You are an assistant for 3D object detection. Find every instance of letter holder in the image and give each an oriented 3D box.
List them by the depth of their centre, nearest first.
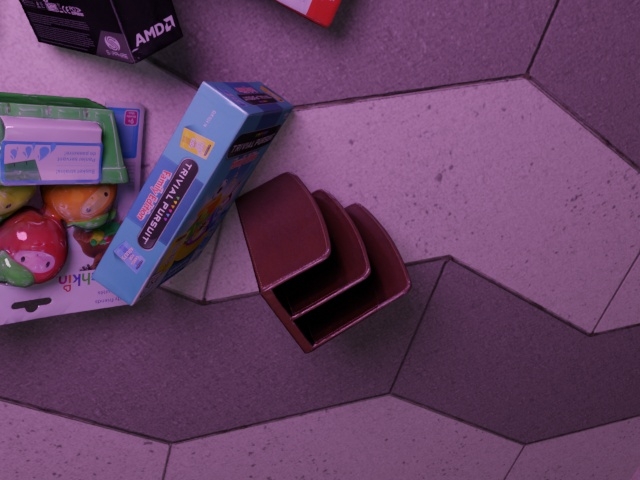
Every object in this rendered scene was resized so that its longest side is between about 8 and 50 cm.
[{"bbox_3d":[0.000,0.000,1.018,0.214,0.302,0.152,-30,124,3],"label":"letter holder"}]

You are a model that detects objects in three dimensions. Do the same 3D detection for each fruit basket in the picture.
[{"bbox_3d":[-0.418,-0.038,0.896,0.327,0.165,0.353,-5,107,-41],"label":"fruit basket"}]

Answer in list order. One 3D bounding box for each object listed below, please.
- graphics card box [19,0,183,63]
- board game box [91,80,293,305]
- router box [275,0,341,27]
[{"bbox_3d":[-0.317,-0.407,0.699,0.094,0.232,0.371,-44,139,-34],"label":"graphics card box"},{"bbox_3d":[-0.188,-0.084,0.940,0.079,0.254,0.336,36,109,0],"label":"board game box"},{"bbox_3d":[-0.051,-0.501,0.782,0.301,0.082,0.335,14,112,-34],"label":"router box"}]
